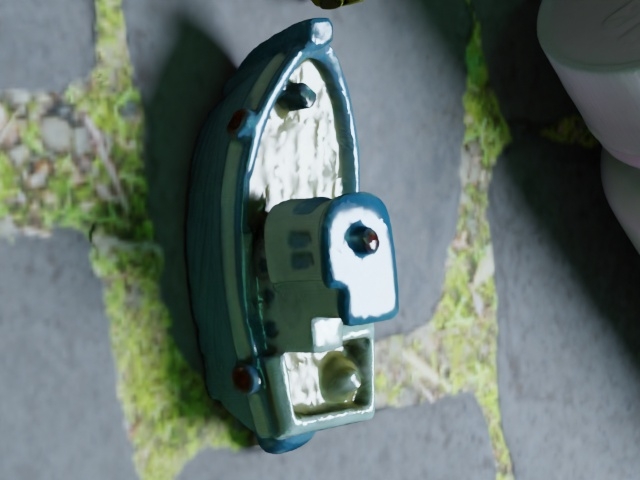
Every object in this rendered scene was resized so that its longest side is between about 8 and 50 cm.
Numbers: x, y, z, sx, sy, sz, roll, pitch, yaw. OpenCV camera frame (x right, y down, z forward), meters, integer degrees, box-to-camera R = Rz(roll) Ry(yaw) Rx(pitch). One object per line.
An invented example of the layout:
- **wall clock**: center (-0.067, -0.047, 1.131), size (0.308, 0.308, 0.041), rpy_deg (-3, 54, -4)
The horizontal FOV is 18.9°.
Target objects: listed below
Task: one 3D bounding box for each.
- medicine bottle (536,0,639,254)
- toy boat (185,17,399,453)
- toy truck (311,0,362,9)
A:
- **medicine bottle**: center (0.294, -0.024, 1.140), size (0.379, 0.213, 0.213), rpy_deg (52, 57, -30)
- **toy boat**: center (0.000, 0.000, 0.936), size (0.088, 0.102, 0.215), rpy_deg (-7, 94, -46)
- **toy truck**: center (0.005, -0.159, 0.975), size (0.054, 0.049, 0.083), rpy_deg (-50, 121, -30)
